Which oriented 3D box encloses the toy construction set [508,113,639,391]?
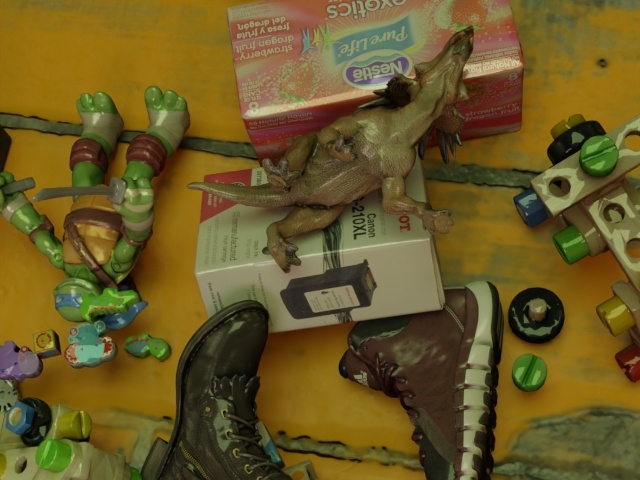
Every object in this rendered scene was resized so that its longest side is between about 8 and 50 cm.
[{"bbox_3d":[0.330,-0.009,1.220,0.309,0.237,0.257,-5,68,5],"label":"toy construction set"}]

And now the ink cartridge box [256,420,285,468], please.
[{"bbox_3d":[-0.085,0.228,1.297,0.083,0.028,0.048,-28,67,-3],"label":"ink cartridge box"}]

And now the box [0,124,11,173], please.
[{"bbox_3d":[-0.514,-0.088,1.419,0.270,0.143,0.165,6,70,10],"label":"box"}]

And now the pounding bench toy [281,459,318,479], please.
[{"bbox_3d":[-0.018,0.272,1.261,0.052,0.083,0.065,-20,36,-3],"label":"pounding bench toy"}]

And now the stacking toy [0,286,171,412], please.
[{"bbox_3d":[-0.273,0.118,1.292,0.221,0.167,0.052,-14,67,1],"label":"stacking toy"}]

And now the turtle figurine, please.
[{"bbox_3d":[-0.254,-0.068,1.328,0.275,0.198,0.266,35,50,-24],"label":"turtle figurine"}]

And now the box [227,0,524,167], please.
[{"bbox_3d":[0.062,-0.186,1.373,0.300,0.154,0.142,-10,68,3],"label":"box"}]

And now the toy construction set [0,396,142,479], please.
[{"bbox_3d":[-0.316,0.266,1.235,0.328,0.151,0.215,-4,66,20],"label":"toy construction set"}]

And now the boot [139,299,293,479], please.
[{"bbox_3d":[-0.055,0.214,1.186,0.229,0.091,0.263,34,109,41],"label":"boot"}]

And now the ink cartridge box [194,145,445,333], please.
[{"bbox_3d":[0.000,0.000,1.301,0.237,0.100,0.172,-8,38,5],"label":"ink cartridge box"}]

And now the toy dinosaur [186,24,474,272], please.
[{"bbox_3d":[0.030,-0.081,1.225,0.296,0.127,0.200,-18,24,19],"label":"toy dinosaur"}]

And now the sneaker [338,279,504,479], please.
[{"bbox_3d":[0.093,0.170,1.267,0.163,0.106,0.281,2,58,14],"label":"sneaker"}]
